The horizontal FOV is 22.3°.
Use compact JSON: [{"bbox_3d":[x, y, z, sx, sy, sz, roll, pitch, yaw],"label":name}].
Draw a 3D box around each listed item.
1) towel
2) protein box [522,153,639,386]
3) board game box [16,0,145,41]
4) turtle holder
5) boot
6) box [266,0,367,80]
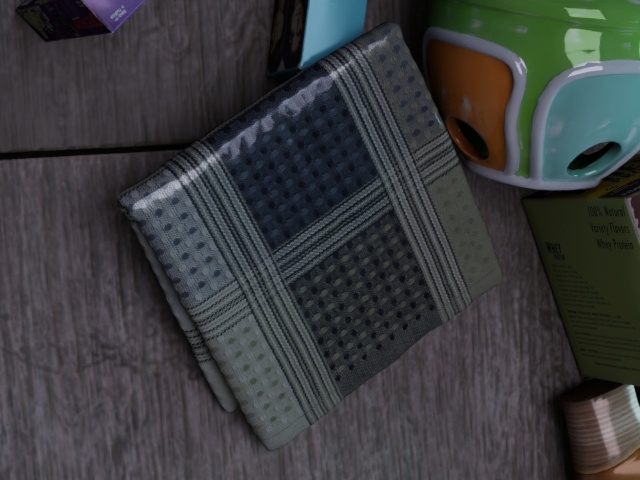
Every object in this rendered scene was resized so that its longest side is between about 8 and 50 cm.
[{"bbox_3d":[0.000,0.000,1.516,0.312,0.056,0.324,-36,123,-15],"label":"towel"},{"bbox_3d":[0.332,0.027,1.613,0.136,0.200,0.201,-23,99,-20],"label":"protein box"},{"bbox_3d":[-0.108,-0.309,1.425,0.347,0.208,0.056,-47,107,-14],"label":"board game box"},{"bbox_3d":[0.237,-0.176,1.578,0.320,0.243,0.227,-18,118,-59],"label":"turtle holder"},{"bbox_3d":[0.397,0.220,1.694,0.283,0.109,0.220,-23,101,-21],"label":"boot"},{"bbox_3d":[0.005,-0.272,1.529,0.060,0.100,0.244,7,88,-20],"label":"box"}]
